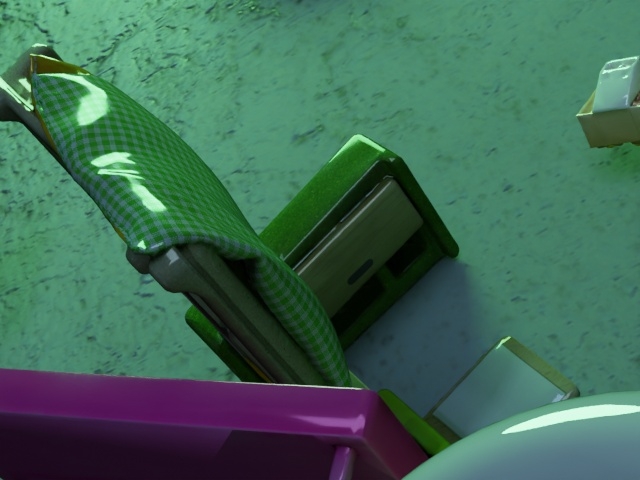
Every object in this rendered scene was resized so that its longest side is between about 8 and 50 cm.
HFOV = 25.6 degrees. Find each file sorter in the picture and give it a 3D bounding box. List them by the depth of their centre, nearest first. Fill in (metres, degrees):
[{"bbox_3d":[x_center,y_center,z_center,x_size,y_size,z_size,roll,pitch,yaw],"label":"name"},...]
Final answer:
[{"bbox_3d":[-0.037,0.200,0.577,0.202,0.291,0.182,0,58,27],"label":"file sorter"}]

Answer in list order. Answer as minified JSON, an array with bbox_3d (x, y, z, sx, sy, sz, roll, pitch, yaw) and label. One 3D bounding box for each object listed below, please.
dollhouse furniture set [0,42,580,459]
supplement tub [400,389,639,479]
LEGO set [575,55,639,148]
[{"bbox_3d":[0.000,0.000,0.702,0.151,0.301,0.197,-44,45,-7],"label":"dollhouse furniture set"},{"bbox_3d":[0.160,0.184,0.426,0.235,0.325,0.235,-16,65,37],"label":"supplement tub"},{"bbox_3d":[0.293,-0.095,0.776,0.287,0.107,0.132,-35,45,23],"label":"LEGO set"}]
